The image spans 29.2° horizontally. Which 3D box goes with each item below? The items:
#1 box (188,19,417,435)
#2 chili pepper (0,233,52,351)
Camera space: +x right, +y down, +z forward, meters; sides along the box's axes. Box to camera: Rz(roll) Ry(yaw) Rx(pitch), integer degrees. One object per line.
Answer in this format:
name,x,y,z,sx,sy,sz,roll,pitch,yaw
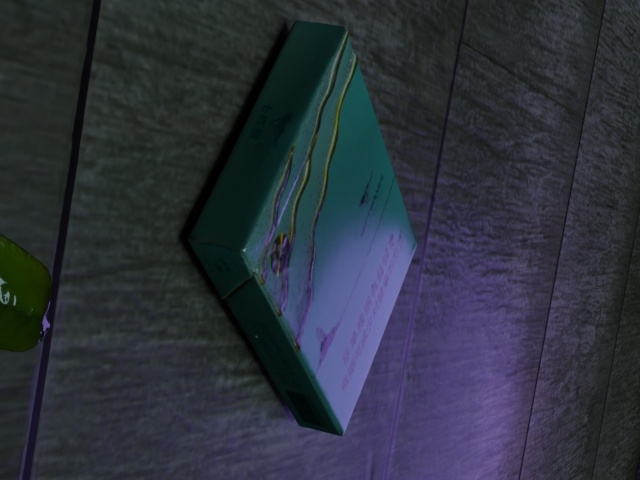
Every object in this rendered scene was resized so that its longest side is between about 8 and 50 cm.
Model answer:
box,0.000,0.000,0.766,0.229,0.041,0.162,65,41,-53
chili pepper,-0.162,0.010,0.399,0.201,0.050,0.052,4,112,-64
